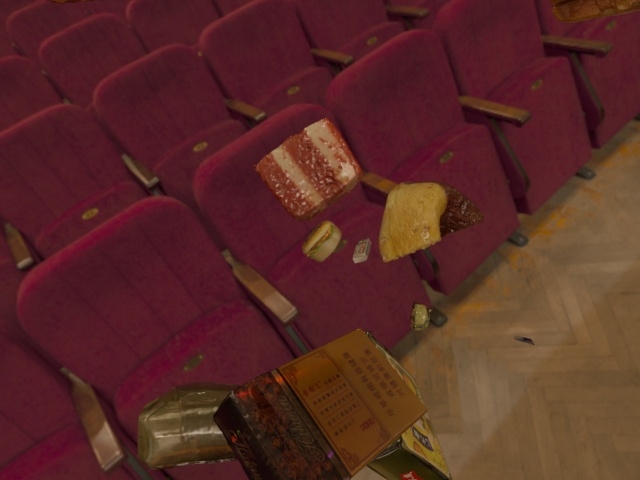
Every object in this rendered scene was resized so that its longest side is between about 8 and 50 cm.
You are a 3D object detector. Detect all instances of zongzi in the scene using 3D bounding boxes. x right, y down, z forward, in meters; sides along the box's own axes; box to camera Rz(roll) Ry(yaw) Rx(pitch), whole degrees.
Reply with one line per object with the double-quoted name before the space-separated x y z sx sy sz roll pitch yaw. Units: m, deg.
"zongzi" -0.248 0.445 1.173 0.357 0.393 0.174 3 80 -10

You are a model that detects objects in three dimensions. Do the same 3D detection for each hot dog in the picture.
"hot dog" 0.584 -0.500 0.898 0.270 0.109 0.072 11 58 43

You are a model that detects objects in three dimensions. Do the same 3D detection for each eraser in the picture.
"eraser" 0.160 0.038 1.766 0.052 0.029 0.122 -17 28 25

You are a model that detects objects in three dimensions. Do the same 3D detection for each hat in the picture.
"hat" 0.293 0.224 1.330 0.059 0.077 0.076 10 11 7

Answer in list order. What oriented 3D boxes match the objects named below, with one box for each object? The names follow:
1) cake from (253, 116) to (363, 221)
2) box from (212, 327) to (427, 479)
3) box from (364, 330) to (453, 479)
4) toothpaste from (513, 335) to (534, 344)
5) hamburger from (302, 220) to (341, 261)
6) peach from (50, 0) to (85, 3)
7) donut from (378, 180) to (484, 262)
"cake" -0.026 -0.246 1.662 0.320 0.270 0.269 -37 -2 5
"box" 0.012 0.374 0.985 0.416 0.115 0.264 -16 58 -46
"box" 0.236 0.557 1.466 0.138 0.373 0.420 -31 36 14
"toothpaste" 0.641 0.313 1.439 0.015 0.024 0.083 -34 4 -12
"hamburger" 0.000 0.000 1.324 0.126 0.082 0.141 -48 15 21
"peach" -0.146 -0.223 0.300 0.172 0.092 0.127 -40 65 13
"donut" 0.246 -0.066 0.992 0.295 0.151 0.112 -20 7 -41
